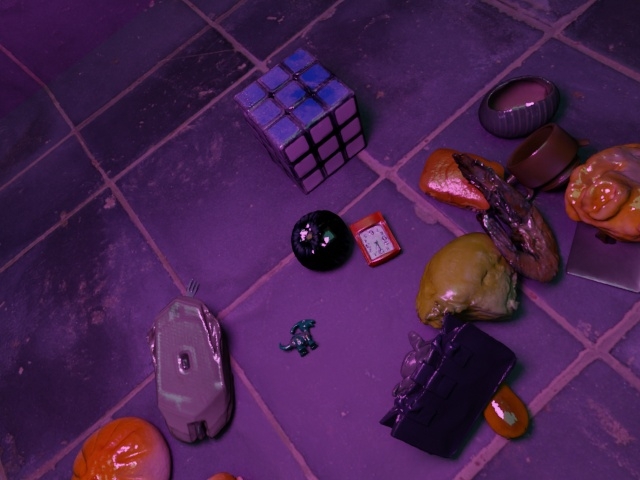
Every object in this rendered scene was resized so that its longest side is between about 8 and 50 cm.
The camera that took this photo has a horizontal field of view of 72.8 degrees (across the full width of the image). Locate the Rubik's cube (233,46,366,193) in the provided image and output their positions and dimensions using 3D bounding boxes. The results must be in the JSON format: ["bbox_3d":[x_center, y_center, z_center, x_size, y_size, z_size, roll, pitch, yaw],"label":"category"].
[{"bbox_3d":[-0.061,-0.402,1.487,0.301,0.303,0.305,-38,62,-4],"label":"Rubik's cube"}]

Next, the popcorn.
[{"bbox_3d":[0.822,-0.110,1.159,0.297,0.281,0.316,36,45,27],"label":"popcorn"}]

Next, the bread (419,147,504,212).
[{"bbox_3d":[0.442,-0.187,1.367,0.246,0.121,0.174,23,73,18],"label":"bread"}]

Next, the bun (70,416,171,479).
[{"bbox_3d":[-0.587,0.663,1.232,0.299,0.165,0.298,-6,65,13],"label":"bun"}]

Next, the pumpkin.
[{"bbox_3d":[0.000,0.000,1.386,0.202,0.140,0.202,-10,71,32],"label":"pumpkin"}]

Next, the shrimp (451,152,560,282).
[{"bbox_3d":[0.503,-0.065,1.201,0.445,0.085,0.272,49,48,-2],"label":"shrimp"}]

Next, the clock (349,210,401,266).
[{"bbox_3d":[0.175,0.000,1.388,0.113,0.061,0.155,-26,67,2],"label":"clock"}]

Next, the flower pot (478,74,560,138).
[{"bbox_3d":[0.638,-0.428,1.402,0.243,0.157,0.189,-13,66,8],"label":"flower pot"}]

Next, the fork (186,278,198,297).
[{"bbox_3d":[-0.483,0.241,1.470,0.039,0.021,0.235,22,75,26],"label":"fork"}]

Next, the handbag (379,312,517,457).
[{"bbox_3d":[0.299,0.351,1.071,0.325,0.269,0.118,-57,29,-1],"label":"handbag"}]

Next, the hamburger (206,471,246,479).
[{"bbox_3d":[-0.240,0.742,1.069,0.186,0.261,0.302,-20,82,0],"label":"hamburger"}]

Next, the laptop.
[{"bbox_3d":[0.832,0.002,1.244,0.188,0.015,0.269,17,72,21],"label":"laptop"}]

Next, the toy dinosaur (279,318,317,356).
[{"bbox_3d":[-0.064,0.298,1.324,0.132,0.059,0.096,-27,55,-8],"label":"toy dinosaur"}]

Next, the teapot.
[{"bbox_3d":[0.677,-0.218,1.301,0.175,0.185,0.267,41,107,-3],"label":"teapot"}]

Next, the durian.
[{"bbox_3d":[0.412,0.116,1.213,0.256,0.204,0.339,18,64,-1],"label":"durian"}]

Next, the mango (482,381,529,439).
[{"bbox_3d":[0.467,0.426,1.120,0.103,0.076,0.161,-25,60,8],"label":"mango"}]

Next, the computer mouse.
[{"bbox_3d":[-0.384,0.379,1.320,0.228,0.145,0.428,-12,76,1],"label":"computer mouse"}]
